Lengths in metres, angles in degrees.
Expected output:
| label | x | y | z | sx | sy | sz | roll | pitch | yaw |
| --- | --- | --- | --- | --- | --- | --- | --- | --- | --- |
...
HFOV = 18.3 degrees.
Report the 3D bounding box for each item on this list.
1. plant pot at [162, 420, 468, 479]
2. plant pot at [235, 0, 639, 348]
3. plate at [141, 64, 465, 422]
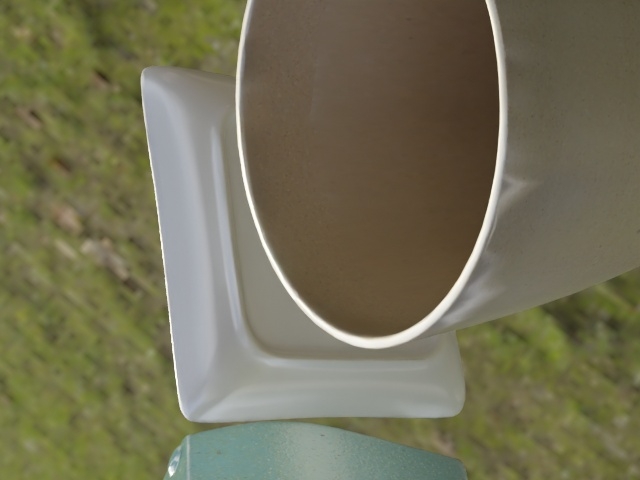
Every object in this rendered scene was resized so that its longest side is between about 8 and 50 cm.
| label | x | y | z | sx | sy | sz | roll | pitch | yaw |
| --- | --- | --- | --- | --- | --- | --- | --- | --- | --- |
| plant pot | -0.030 | 0.292 | 1.658 | 0.252 | 0.247 | 0.248 | 22 | -163 | -11 |
| plant pot | 0.134 | -0.080 | 1.111 | 0.256 | 0.274 | 0.256 | 11 | 103 | 57 |
| plate | 0.000 | 0.000 | 1.543 | 0.278 | 0.277 | 0.045 | 3 | 162 | -38 |
